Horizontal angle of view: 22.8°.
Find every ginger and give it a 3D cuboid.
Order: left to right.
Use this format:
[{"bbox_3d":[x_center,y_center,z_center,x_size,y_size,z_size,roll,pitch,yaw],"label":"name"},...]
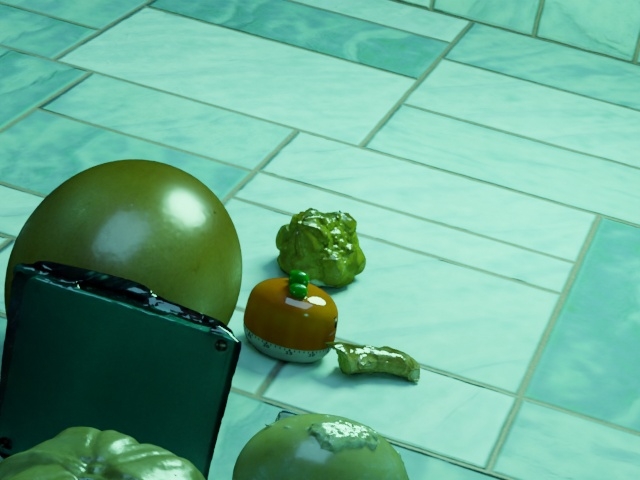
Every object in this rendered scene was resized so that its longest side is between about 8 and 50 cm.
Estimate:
[{"bbox_3d":[0.068,0.162,2.137,0.137,0.044,0.057,8,-4,-19],"label":"ginger"}]

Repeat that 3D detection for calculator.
[{"bbox_3d":[-0.230,0.167,1.788,0.274,0.248,0.058,14,19,9],"label":"calculator"}]

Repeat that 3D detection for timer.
[{"bbox_3d":[-0.037,0.094,2.144,0.136,0.136,0.099,13,21,5],"label":"timer"}]

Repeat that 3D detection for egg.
[{"bbox_3d":[-0.245,0.050,1.975,0.282,0.282,0.351,16,38,11],"label":"egg"},{"bbox_3d":[0.000,0.273,1.762,0.201,0.164,0.164,5,27,-20],"label":"egg"}]

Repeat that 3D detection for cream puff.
[{"bbox_3d":[0.000,0.000,2.354,0.146,0.116,0.146,5,28,-3],"label":"cream puff"}]

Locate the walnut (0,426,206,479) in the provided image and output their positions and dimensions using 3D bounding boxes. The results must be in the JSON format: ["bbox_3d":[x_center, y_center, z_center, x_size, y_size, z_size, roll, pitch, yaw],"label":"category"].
[{"bbox_3d":[-0.211,0.322,1.452,0.253,0.277,0.282,0,15,-3],"label":"walnut"}]

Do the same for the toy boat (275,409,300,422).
[{"bbox_3d":[-0.003,0.243,1.974,0.115,0.016,0.063,13,26,4],"label":"toy boat"}]
